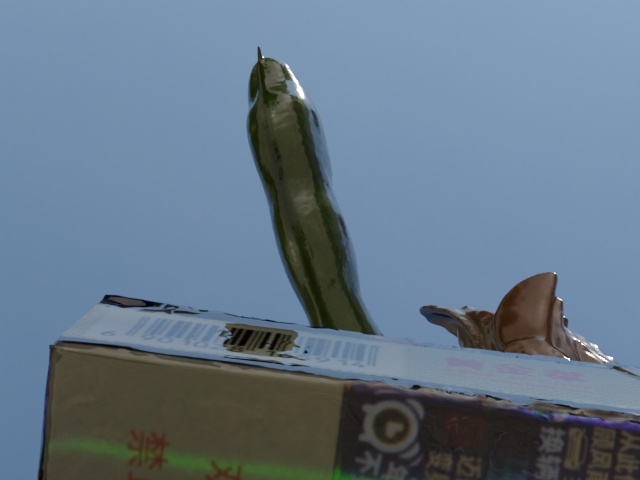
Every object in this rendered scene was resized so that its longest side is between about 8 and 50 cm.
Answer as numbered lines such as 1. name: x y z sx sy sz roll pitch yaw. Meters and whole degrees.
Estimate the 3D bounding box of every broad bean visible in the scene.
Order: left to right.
1. broad bean: -0.002 0.000 0.771 0.046 0.065 0.255 -23 -104 20

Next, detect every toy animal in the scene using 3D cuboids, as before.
1. toy animal: 0.146 0.077 0.795 0.179 0.089 0.188 -32 -128 -11

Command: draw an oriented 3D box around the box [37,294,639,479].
1. box: 0.039 0.143 0.533 0.310 0.084 0.198 8 -81 4
